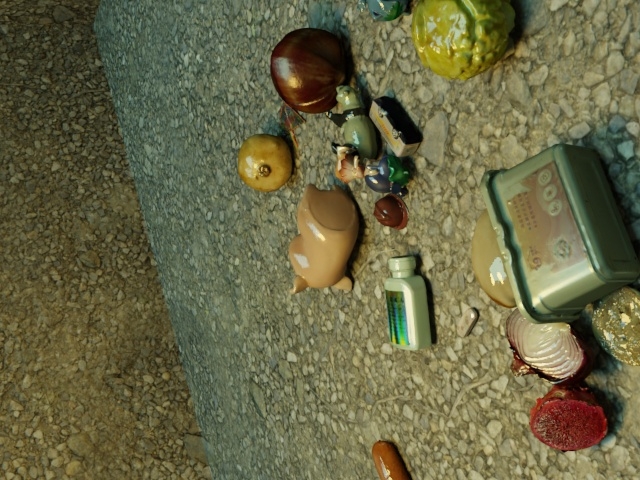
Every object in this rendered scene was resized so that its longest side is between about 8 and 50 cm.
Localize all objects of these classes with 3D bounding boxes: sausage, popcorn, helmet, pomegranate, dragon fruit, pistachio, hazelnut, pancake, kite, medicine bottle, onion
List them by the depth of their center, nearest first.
[{"bbox_3d":[0.561,0.153,1.444,0.158,0.028,0.158,30,125,55],"label":"pancake"},{"bbox_3d":[0.488,0.331,1.553,0.111,0.153,0.153,-67,-3,-52],"label":"dragon fruit"},{"bbox_3d":[0.454,0.219,1.560,0.151,0.098,0.206,-54,40,17],"label":"onion"},{"bbox_3d":[0.379,0.031,1.606,0.144,0.144,0.215,-40,52,55],"label":"pistachio"},{"bbox_3d":[0.285,-0.431,1.613,0.221,0.184,0.204,17,118,56],"label":"popcorn"},{"bbox_3d":[0.214,0.153,1.969,0.121,0.083,0.228,2,100,61],"label":"medicine bottle"},{"bbox_3d":[0.169,-0.072,2.013,0.111,0.057,0.089,40,128,49],"label":"helmet"},{"bbox_3d":[-0.025,-0.451,2.124,0.229,0.229,0.229,22,116,56],"label":"hazelnut"},{"bbox_3d":[0.196,0.633,2.132,0.197,0.076,0.076,66,146,27],"label":"sausage"},{"bbox_3d":[-0.094,-0.357,2.430,0.190,0.010,0.159,-21,81,61],"label":"kite"},{"bbox_3d":[-0.173,-0.238,2.431,0.196,0.196,0.196,22,116,56],"label":"pomegranate"}]

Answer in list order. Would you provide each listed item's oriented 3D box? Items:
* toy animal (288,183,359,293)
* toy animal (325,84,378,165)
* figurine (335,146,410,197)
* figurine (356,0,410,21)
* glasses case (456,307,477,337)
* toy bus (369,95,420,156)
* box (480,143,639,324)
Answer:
[{"bbox_3d":[-0.001,0.002,2.192,0.213,0.195,0.256,-116,31,-41],"label":"toy animal"},{"bbox_3d":[0.085,-0.298,2.062,0.121,0.094,0.225,-19,81,58],"label":"toy animal"},{"bbox_3d":[0.130,-0.170,1.962,0.195,0.111,0.102,13,96,26],"label":"figurine"},{"bbox_3d":[0.150,-0.611,1.872,0.178,0.114,0.144,67,146,39],"label":"figurine"},{"bbox_3d":[0.340,0.191,1.828,0.032,0.021,0.083,54,140,34],"label":"glasses case"},{"bbox_3d":[0.182,-0.280,1.943,0.172,0.057,0.072,62,150,32],"label":"toy bus"},{"bbox_3d":[0.446,-0.023,1.451,0.182,0.175,0.311,-36,61,46],"label":"box"}]
